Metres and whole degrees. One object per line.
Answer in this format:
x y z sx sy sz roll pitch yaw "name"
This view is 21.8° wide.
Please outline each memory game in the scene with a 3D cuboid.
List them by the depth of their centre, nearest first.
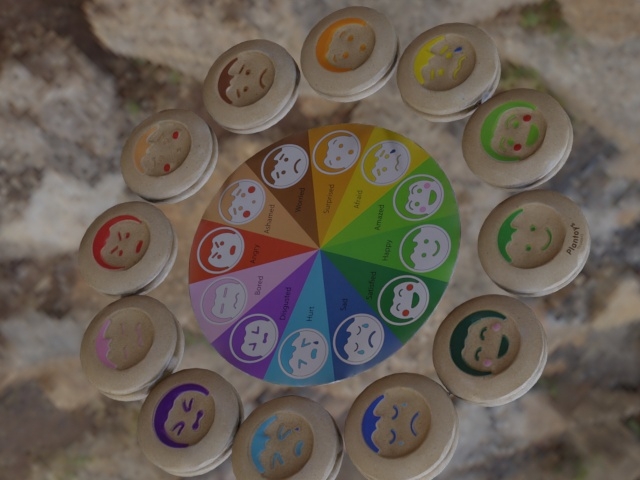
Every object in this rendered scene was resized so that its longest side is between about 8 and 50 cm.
0.000 0.000 0.559 0.186 0.186 0.012 -45 146 -3 "memory game"
